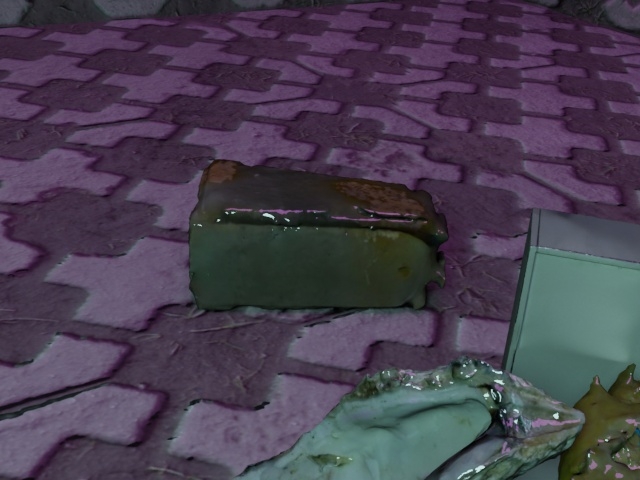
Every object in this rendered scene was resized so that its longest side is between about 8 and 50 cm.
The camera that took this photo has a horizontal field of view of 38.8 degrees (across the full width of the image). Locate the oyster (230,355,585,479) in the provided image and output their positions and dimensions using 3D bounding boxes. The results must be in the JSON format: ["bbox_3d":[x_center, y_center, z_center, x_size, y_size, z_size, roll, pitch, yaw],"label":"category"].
[{"bbox_3d":[0.021,0.165,0.598,0.087,0.252,0.199,39,-6,-33],"label":"oyster"}]

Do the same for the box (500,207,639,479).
[{"bbox_3d":[0.217,0.097,0.743,0.129,0.225,0.086,10,27,10],"label":"box"}]

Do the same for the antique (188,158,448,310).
[{"bbox_3d":[0.000,0.000,1.019,0.284,0.125,0.150,5,28,1],"label":"antique"}]

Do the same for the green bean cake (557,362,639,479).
[{"bbox_3d":[0.285,0.178,0.532,0.310,0.285,0.202,13,32,19],"label":"green bean cake"}]
